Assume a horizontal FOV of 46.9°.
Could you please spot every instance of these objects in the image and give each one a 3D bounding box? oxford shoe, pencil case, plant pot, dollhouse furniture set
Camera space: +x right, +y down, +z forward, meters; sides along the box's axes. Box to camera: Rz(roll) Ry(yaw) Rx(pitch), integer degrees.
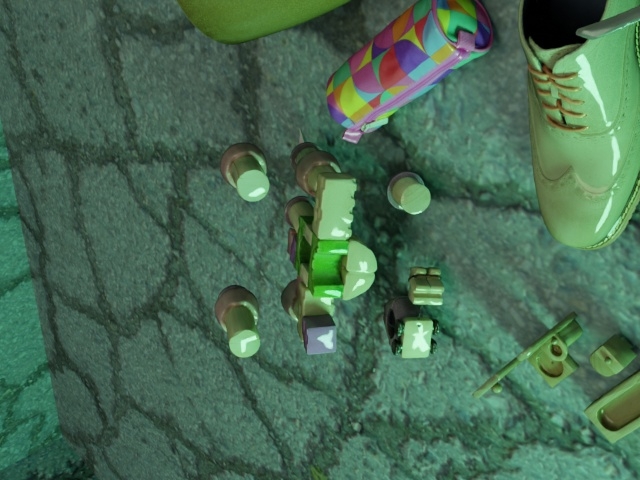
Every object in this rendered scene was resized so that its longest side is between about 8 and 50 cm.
[{"bbox_3d":[0.246,-0.162,0.731,0.140,0.146,0.397,16,122,43],"label":"oxford shoe"},{"bbox_3d":[0.102,-0.214,0.912,0.236,0.104,0.104,-33,84,52],"label":"pencil case"},{"bbox_3d":[-0.023,-0.368,0.894,0.254,0.237,0.237,5,114,33],"label":"plant pot"},{"bbox_3d":[0.301,0.182,0.875,0.151,0.123,0.144,50,140,18],"label":"dollhouse furniture set"}]

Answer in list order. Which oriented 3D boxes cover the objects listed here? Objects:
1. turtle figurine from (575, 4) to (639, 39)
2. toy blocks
[{"bbox_3d":[0.370,-0.224,0.500,0.266,0.197,0.275,25,101,37],"label":"turtle figurine"},{"bbox_3d":[0.000,0.000,1.093,0.260,0.308,0.289,-123,36,-68],"label":"toy blocks"}]
